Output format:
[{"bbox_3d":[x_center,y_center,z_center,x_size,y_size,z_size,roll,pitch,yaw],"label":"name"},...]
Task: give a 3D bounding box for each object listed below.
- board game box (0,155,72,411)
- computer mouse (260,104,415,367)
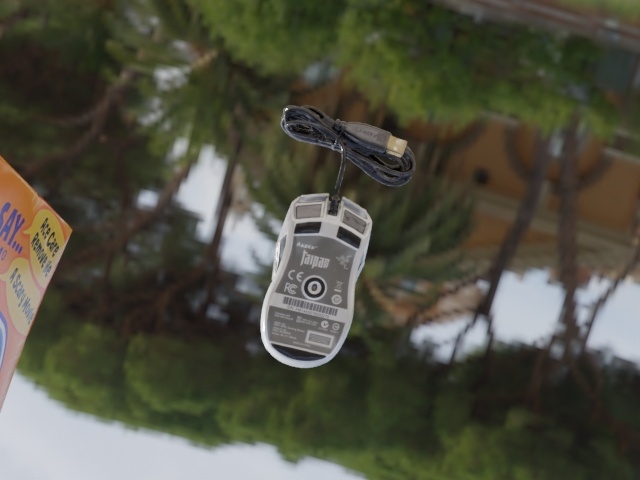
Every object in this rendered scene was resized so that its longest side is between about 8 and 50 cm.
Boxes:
[{"bbox_3d":[-0.386,0.062,0.886,0.357,0.356,0.356,18,169,9],"label":"board game box"},{"bbox_3d":[0.000,0.000,1.336,0.106,0.193,0.042,15,-170,-6],"label":"computer mouse"}]
